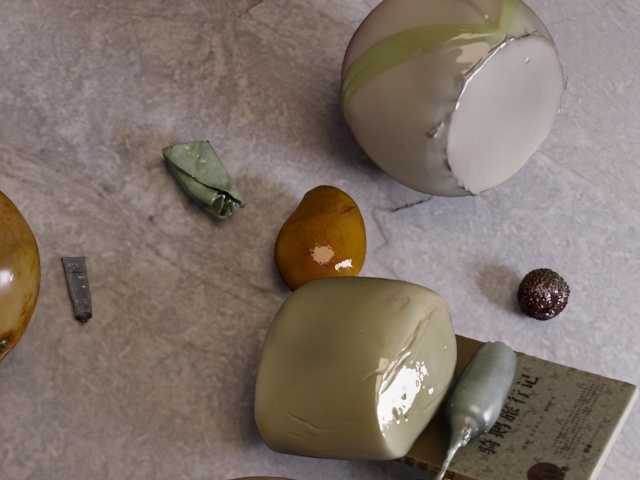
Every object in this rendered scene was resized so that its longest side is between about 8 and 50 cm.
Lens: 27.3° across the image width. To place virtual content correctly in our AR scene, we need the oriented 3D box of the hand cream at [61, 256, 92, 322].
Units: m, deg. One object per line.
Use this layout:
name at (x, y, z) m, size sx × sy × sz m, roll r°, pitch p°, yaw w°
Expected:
hand cream at (-0.280, 0.055, 1.538) m, size 0.030 × 0.019 × 0.093 m, roll 1°, pitch 56°, yaw -27°

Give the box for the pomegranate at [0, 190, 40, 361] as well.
pomegranate at (-0.430, 0.033, 1.348) m, size 0.270 × 0.229 × 0.252 m, roll 32°, pitch 49°, yaw 5°

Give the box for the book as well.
book at (0.189, 0.201, 1.552) m, size 0.310 × 0.021 × 0.217 m, roll 15°, pitch 42°, yaw 26°

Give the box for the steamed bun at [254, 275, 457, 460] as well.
steamed bun at (0.044, 0.133, 1.506) m, size 0.200 × 0.154 × 0.250 m, roll 0°, pitch 38°, yaw 27°

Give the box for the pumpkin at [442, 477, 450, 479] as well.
pumpkin at (0.186, 0.316, 1.524) m, size 0.119 × 0.107 × 0.183 m, roll 28°, pitch 34°, yaw -10°

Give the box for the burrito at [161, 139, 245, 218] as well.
burrito at (-0.147, -0.076, 1.673) m, size 0.074 × 0.044 × 0.118 m, roll -15°, pitch 63°, yaw -36°

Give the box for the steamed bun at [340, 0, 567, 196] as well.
steamed bun at (0.149, -0.219, 1.772) m, size 0.309 × 0.309 × 0.309 m, roll 13°, pitch 54°, yaw -18°

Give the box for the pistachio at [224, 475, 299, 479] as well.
pistachio at (-0.080, 0.312, 1.380) m, size 0.215 × 0.144 × 0.144 m, roll -11°, pitch 63°, yaw -39°

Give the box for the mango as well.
mango at (0.006, 0.004, 1.668) m, size 0.115 × 0.089 × 0.165 m, roll 28°, pitch 47°, yaw 7°

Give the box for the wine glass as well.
wine glass at (0.164, 0.206, 1.480) m, size 0.074 × 0.074 × 0.262 m, roll 35°, pitch 43°, yaw 0°

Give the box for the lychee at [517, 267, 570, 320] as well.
lychee at (0.298, 0.072, 1.771) m, size 0.067 × 0.068 × 0.083 m, roll 46°, pitch 24°, yaw -29°
